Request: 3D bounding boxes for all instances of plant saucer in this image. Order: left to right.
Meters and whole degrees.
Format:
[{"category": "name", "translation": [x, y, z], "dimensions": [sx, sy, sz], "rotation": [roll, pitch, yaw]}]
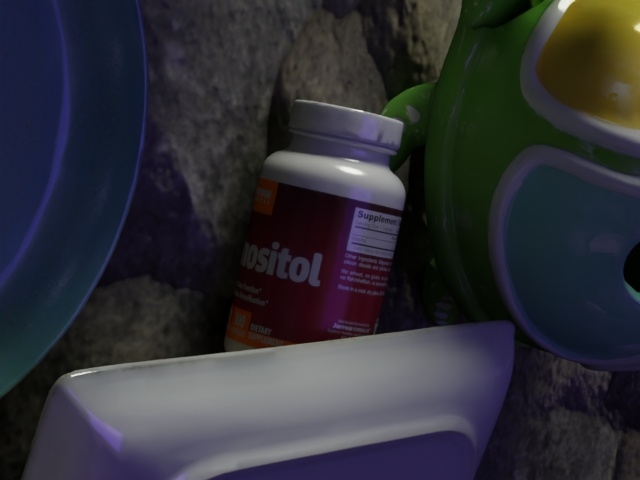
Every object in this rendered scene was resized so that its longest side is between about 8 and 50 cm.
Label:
[{"category": "plant saucer", "translation": [-0.208, -0.057, 0.651], "dimensions": [0.318, 0.044, 0.317], "rotation": [-16, 113, -44]}]

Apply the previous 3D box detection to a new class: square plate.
[{"category": "square plate", "translation": [-0.040, 0.213, 0.838], "dimensions": [0.347, 0.049, 0.344], "rotation": [-3, 118, -46]}]

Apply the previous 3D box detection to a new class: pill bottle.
[{"category": "pill bottle", "translation": [0.000, 0.000, 0.862], "dimensions": [0.086, 0.086, 0.152], "rotation": [10, 92, -48]}]

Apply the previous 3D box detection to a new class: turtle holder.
[{"category": "turtle holder", "translation": [0.195, -0.071, 0.949], "dimensions": [0.243, 0.227, 0.320], "rotation": [-10, 108, -45]}]
